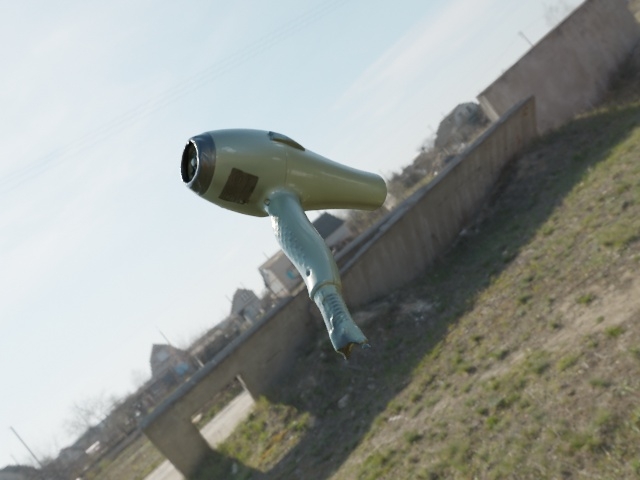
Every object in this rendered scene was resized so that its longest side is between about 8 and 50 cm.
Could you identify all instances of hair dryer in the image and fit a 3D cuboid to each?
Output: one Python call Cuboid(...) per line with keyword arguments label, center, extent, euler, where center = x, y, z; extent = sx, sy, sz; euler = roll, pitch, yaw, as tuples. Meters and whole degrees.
Cuboid(label="hair dryer", center=(0.016, -0.014, 0.551), extent=(0.229, 0.267, 0.092), euler=(-12, -38, -48))
